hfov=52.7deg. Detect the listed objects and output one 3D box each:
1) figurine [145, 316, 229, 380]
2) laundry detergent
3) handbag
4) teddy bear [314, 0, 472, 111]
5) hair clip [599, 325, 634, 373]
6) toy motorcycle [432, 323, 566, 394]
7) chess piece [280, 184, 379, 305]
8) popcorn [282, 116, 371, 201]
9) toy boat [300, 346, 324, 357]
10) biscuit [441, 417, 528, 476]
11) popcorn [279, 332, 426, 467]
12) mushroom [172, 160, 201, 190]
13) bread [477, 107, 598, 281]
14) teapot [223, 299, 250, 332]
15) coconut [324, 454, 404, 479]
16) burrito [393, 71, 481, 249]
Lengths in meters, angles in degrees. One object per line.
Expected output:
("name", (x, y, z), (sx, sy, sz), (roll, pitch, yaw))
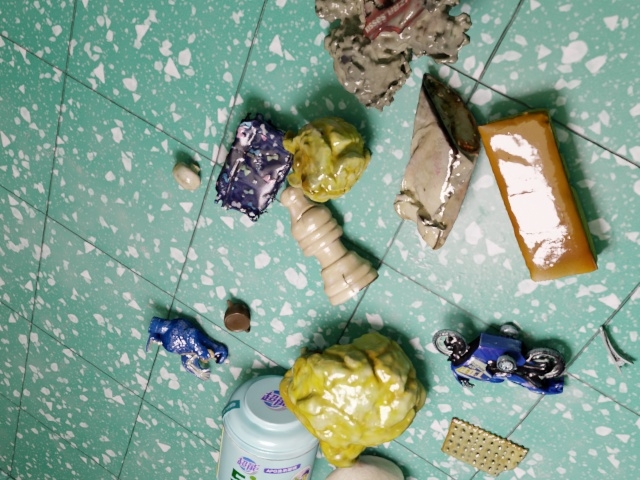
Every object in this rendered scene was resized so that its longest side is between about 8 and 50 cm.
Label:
("figurine", (-0.393, 0.305, 1.941), (0.262, 0.120, 0.164), (30, 133, -10))
("laundry detergent", (-0.142, 0.558, 1.829), (0.287, 0.287, 0.305), (21, 123, 16))
("handbag", (-0.159, -0.178, 1.569), (0.162, 0.113, 0.260), (28, 122, 1))
("teddy bear", (0.119, -0.417, 1.252), (0.357, 0.224, 0.367), (34, 128, 25))
("hair clip", (0.650, 0.237, 1.426), (0.039, 0.030, 0.115), (-31, 101, 16))
("toy motorcycle", (0.417, 0.292, 1.525), (0.315, 0.113, 0.169), (10, 130, 13))
("chess piece", (0.000, 0.000, 1.587), (0.307, 0.124, 0.139), (55, 158, -3))
("popcorn", (0.009, -0.185, 1.436), (0.187, 0.167, 0.185), (-27, 99, 21))
("toy boat", (-0.006, 0.361, 1.791), (0.089, 0.071, 0.185), (-11, 110, 30))
("biscuit", (0.426, 0.556, 1.708), (0.203, 0.016, 0.144), (22, 123, 16))
("popcorn", (0.087, 0.398, 1.633), (0.334, 0.294, 0.292), (-35, 64, 31))
("mushroom", (-0.348, -0.171, 1.692), (0.083, 0.083, 0.067), (39, 85, 4))
("bread", (0.450, -0.094, 1.325), (0.138, 0.077, 0.361), (-14, 108, 33))
("teapot", (-0.232, 0.217, 1.839), (0.076, 0.068, 0.121), (-27, 124, 13))
("coconut", (0.125, 0.720, 1.814), (0.237, 0.237, 0.265), (4, 121, 25))
("burrito", (0.252, -0.159, 1.361), (0.175, 0.107, 0.347), (32, 124, 39))
